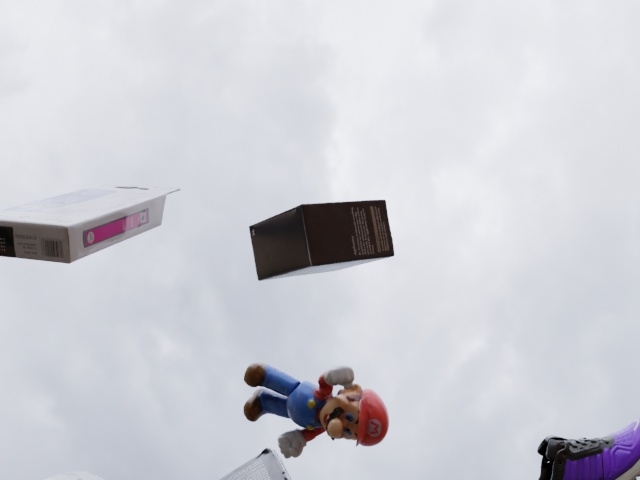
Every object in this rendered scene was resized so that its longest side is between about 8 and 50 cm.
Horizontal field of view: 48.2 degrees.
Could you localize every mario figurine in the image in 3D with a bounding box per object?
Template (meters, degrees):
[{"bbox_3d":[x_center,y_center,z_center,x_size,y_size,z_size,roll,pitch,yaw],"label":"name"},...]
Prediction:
[{"bbox_3d":[-0.017,0.348,1.462,0.320,0.170,0.198,9,-36,23],"label":"mario figurine"}]

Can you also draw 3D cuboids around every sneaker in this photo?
[{"bbox_3d":[0.487,0.407,1.323,0.293,0.102,0.146,-40,-103,-9],"label":"sneaker"}]

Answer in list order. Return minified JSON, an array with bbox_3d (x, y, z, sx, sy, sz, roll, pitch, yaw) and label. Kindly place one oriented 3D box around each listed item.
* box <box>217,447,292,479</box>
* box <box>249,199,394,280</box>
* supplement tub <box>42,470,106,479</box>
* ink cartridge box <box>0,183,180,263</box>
[{"bbox_3d":[-0.015,0.410,0.626,0.178,0.312,0.343,-29,-85,-12],"label":"box"},{"bbox_3d":[0.000,0.000,1.091,0.158,0.093,0.156,-5,-8,-35],"label":"box"},{"bbox_3d":[-0.056,0.251,0.349,0.272,0.191,0.191,20,-50,21],"label":"supplement tub"},{"bbox_3d":[-0.399,-0.041,1.226,0.175,0.371,0.069,5,-74,15],"label":"ink cartridge box"}]
